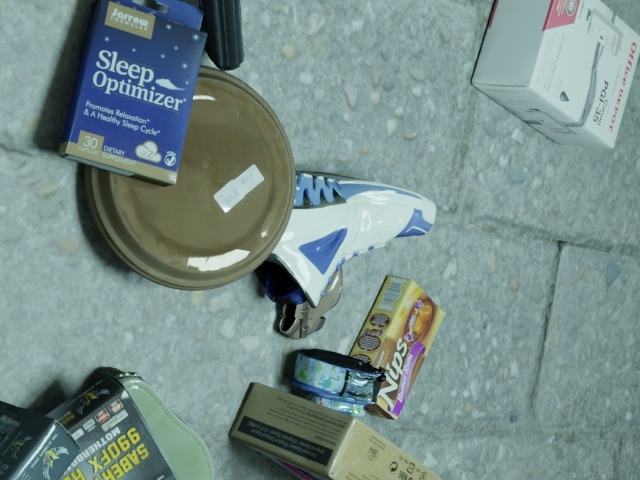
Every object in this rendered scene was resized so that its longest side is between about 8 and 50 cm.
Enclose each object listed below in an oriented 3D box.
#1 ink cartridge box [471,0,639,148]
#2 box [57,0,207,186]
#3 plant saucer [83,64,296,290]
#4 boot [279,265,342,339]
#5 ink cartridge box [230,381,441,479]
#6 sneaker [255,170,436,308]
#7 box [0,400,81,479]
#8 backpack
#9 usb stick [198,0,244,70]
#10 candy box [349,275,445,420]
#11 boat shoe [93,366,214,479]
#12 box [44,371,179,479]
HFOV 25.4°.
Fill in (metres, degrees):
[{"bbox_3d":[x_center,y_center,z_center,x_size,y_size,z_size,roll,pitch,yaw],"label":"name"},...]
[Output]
[{"bbox_3d":[0.387,-0.291,2.283,0.283,0.117,0.207,25,79,-47],"label":"ink cartridge box"},{"bbox_3d":[-0.212,-0.188,1.643,0.136,0.036,0.225,15,77,-24],"label":"box"},{"bbox_3d":[-0.148,-0.078,1.711,0.278,0.041,0.277,2,85,-28],"label":"plant saucer"},{"bbox_3d":[-0.014,0.082,1.960,0.087,0.042,0.118,7,99,-57],"label":"boot"},{"bbox_3d":[0.023,0.295,1.934,0.235,0.193,0.088,39,71,-44],"label":"ink cartridge box"},{"bbox_3d":[-0.001,0.000,1.918,0.316,0.127,0.182,5,97,-42],"label":"sneaker"},{"bbox_3d":[-0.386,0.272,1.483,0.232,0.183,0.059,-55,133,-26],"label":"box"},{"bbox_3d":[0.018,0.198,1.970,0.114,0.105,0.084,16,88,-14],"label":"backpack"},{"bbox_3d":[-0.124,-0.321,1.673,0.045,0.077,0.278,-23,141,-18],"label":"usb stick"},{"bbox_3d":[0.106,0.159,2.108,0.109,0.053,0.186,45,63,-43],"label":"candy box"},{"bbox_3d":[-0.205,0.242,1.762,0.081,0.069,0.227,-40,126,-16],"label":"boat shoe"},{"bbox_3d":[-0.292,0.291,1.641,0.231,0.056,0.183,-35,123,-18],"label":"box"}]
